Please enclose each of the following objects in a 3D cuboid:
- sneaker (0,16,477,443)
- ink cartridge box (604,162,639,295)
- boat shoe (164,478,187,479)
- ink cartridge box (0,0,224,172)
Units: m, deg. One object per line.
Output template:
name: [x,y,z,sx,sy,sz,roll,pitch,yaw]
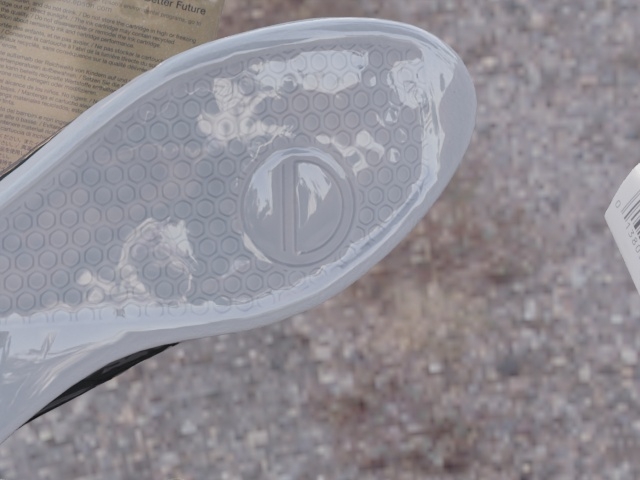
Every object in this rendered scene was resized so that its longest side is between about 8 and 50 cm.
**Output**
sneaker: [-0.088,-0.002,0.714,0.295,0.105,0.147,-30,15,-11]
ink cartridge box: [0.272,0.040,0.941,0.224,0.056,0.181,-5,58,-27]
boat shoe: [-0.033,0.284,1.114,0.109,0.302,0.098,-32,-15,18]
ink cartridge box: [-0.207,-0.132,1.431,0.234,0.193,0.088,13,10,-11]
